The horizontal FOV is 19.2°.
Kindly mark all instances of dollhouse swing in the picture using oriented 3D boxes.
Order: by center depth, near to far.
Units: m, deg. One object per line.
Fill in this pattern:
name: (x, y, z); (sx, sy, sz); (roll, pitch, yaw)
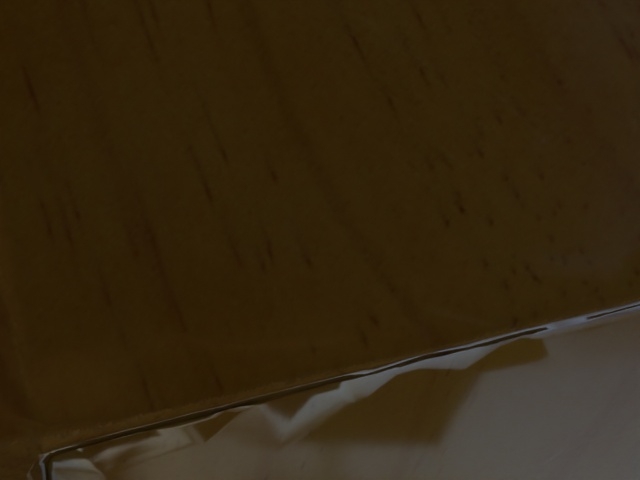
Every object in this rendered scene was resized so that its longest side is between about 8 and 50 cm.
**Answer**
dollhouse swing: (0.000, 0.000, 0.845); (0.305, 0.347, 0.315); (115, -39, -73)
